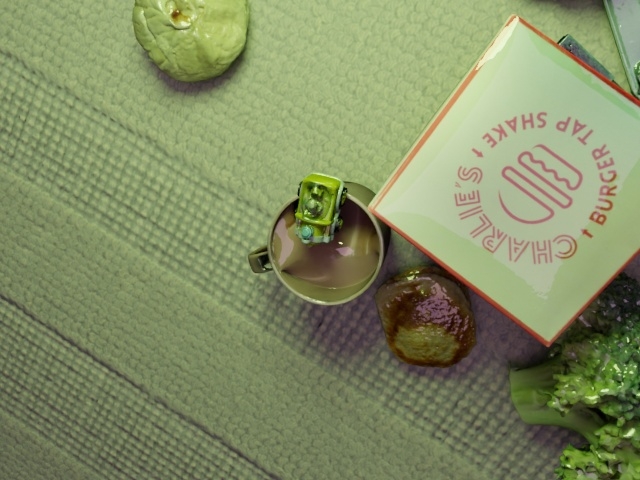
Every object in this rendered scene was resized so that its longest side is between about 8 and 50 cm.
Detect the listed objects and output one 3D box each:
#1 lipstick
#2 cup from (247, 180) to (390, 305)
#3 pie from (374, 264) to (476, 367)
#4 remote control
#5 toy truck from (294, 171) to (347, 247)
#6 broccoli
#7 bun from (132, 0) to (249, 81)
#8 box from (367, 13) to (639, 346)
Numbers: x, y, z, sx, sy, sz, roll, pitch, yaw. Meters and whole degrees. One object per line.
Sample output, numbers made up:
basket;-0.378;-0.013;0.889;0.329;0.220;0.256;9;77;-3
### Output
lipstick;0.489;-0.205;0.883;0.312;0.051;0.051;43;108;-1
cup;0.000;0.000;0.973;0.252;0.200;0.192;-18;98;16
pie;0.195;0.146;1.021;0.178;0.084;0.205;-13;103;16
remote control;0.508;-0.327;0.847;0.104;0.052;0.248;-19;98;19
toy truck;-0.006;-0.042;0.818;0.076;0.077;0.111;14;105;11
broccoli;0.472;0.250;0.888;0.338;0.277;0.318;38;129;12
bun;-0.236;-0.391;0.974;0.220;0.134;0.221;2;103;9
box;0.300;-0.094;0.823;0.314;0.300;0.312;37;109;4
